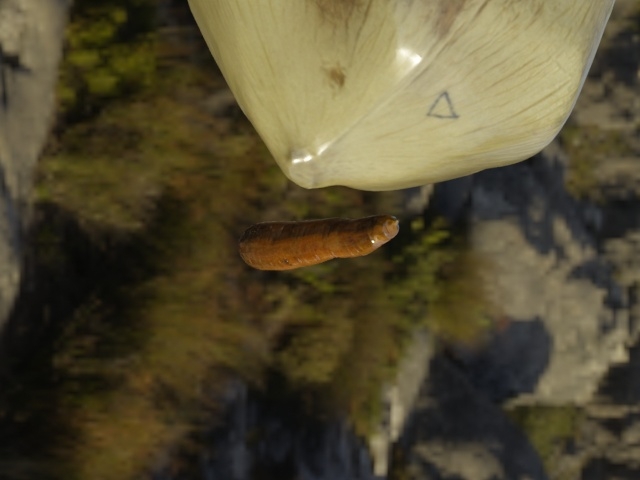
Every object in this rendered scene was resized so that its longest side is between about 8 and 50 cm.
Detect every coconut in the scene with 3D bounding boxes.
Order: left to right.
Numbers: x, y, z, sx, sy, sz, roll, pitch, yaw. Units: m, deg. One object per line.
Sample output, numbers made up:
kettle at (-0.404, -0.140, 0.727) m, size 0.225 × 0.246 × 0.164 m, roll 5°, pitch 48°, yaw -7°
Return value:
coconut at (0.040, -0.120, 0.804) m, size 0.224 × 0.224 × 0.224 m, roll -1°, pitch 90°, yaw -71°

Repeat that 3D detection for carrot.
carrot at (0.000, 0.000, 1.823) m, size 0.059 × 0.248 × 0.059 m, roll 7°, pitch 80°, yaw -45°
